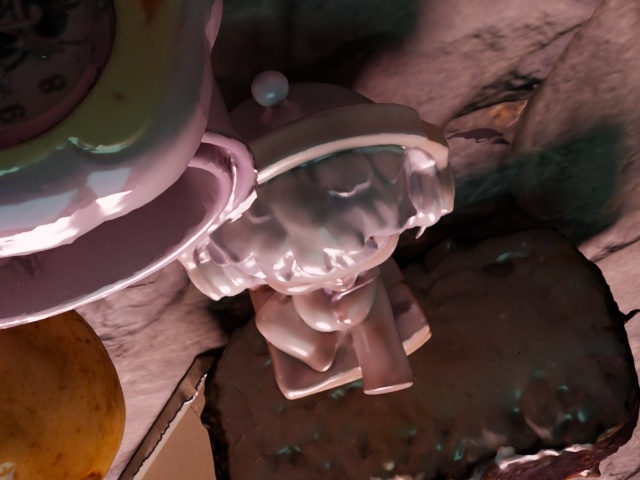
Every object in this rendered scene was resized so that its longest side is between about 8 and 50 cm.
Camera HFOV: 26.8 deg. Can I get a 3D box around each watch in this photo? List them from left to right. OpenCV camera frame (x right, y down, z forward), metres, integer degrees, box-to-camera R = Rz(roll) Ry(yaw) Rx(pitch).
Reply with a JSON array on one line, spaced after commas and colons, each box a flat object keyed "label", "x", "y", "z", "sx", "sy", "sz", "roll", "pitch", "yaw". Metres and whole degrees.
[{"label": "watch", "x": -0.152, "y": -0.028, "z": 0.601, "sx": 0.248, "sy": 0.210, "sz": 0.217, "roll": -23, "pitch": 161, "yaw": -11}]

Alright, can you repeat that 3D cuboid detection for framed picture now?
[{"label": "framed picture", "x": -0.055, "y": 0.172, "z": 1.159, "sx": 0.211, "sy": 0.020, "sz": 0.289, "roll": -2, "pitch": 147, "yaw": -29}]

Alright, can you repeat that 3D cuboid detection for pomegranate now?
[{"label": "pomegranate", "x": -0.216, "y": 0.101, "z": 0.796, "sx": 0.196, "sy": 0.196, "sz": 0.196, "roll": -15, "pitch": 151, "yaw": -9}]

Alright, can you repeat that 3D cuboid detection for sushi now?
[{"label": "sushi", "x": 0.081, "y": 0.108, "z": 0.977, "sx": 0.343, "sy": 0.196, "sz": 0.182, "roll": -20, "pitch": 163, "yaw": 0}]

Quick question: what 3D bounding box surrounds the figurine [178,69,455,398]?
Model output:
[{"label": "figurine", "x": -0.001, "y": -0.003, "z": 0.766, "sx": 0.163, "sy": 0.141, "sz": 0.236, "roll": -19, "pitch": 151, "yaw": -7}]
